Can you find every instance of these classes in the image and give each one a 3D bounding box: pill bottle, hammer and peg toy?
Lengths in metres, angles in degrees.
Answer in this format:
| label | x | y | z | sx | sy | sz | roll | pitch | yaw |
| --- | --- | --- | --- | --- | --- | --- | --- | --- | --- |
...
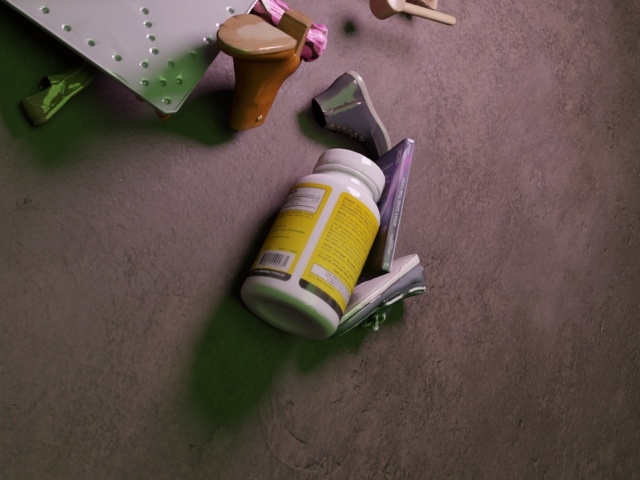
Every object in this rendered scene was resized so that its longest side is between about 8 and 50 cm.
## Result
| label | x | y | z | sx | sy | sz | roll | pitch | yaw |
| --- | --- | --- | --- | --- | --- | --- | --- | --- | --- |
| pill bottle | 0.000 | 0.000 | 1.269 | 0.188 | 0.188 | 0.334 | 40 | 61 | -30 |
| hammer and peg toy | 0.188 | -0.638 | 1.550 | 0.266 | 0.127 | 0.361 | 17 | 74 | -40 |

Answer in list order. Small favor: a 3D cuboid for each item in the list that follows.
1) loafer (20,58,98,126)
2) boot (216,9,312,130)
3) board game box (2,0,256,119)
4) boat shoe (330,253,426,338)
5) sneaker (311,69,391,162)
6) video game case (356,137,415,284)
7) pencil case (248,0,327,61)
| label | x | y | z | sx | sy | sz | roll | pitch | yaw |
| --- | --- | --- | --- | --- | --- | --- | --- | --- | --- |
| loafer | -0.401 | -0.239 | 1.045 | 0.050 | 0.056 | 0.148 | 51 | 56 | -31 |
| boot | -0.115 | -0.275 | 1.162 | 0.104 | 0.211 | 0.295 | 33 | 31 | 6 |
| board game box | -0.309 | -0.442 | 1.089 | 0.390 | 0.050 | 0.390 | 35 | 62 | -14 |
| boat shoe | 0.121 | 0.132 | 1.405 | 0.319 | 0.116 | 0.099 | -32 | 102 | -43 |
| sneaker | 0.062 | -0.235 | 1.438 | 0.118 | 0.083 | 0.222 | -37 | 116 | -17 |
| video game case | 0.115 | -0.051 | 1.371 | 0.026 | 0.196 | 0.274 | 19 | 72 | -16 |
| pencil case | -0.076 | -0.428 | 1.317 | 0.209 | 0.098 | 0.095 | 23 | 81 | -36 |
